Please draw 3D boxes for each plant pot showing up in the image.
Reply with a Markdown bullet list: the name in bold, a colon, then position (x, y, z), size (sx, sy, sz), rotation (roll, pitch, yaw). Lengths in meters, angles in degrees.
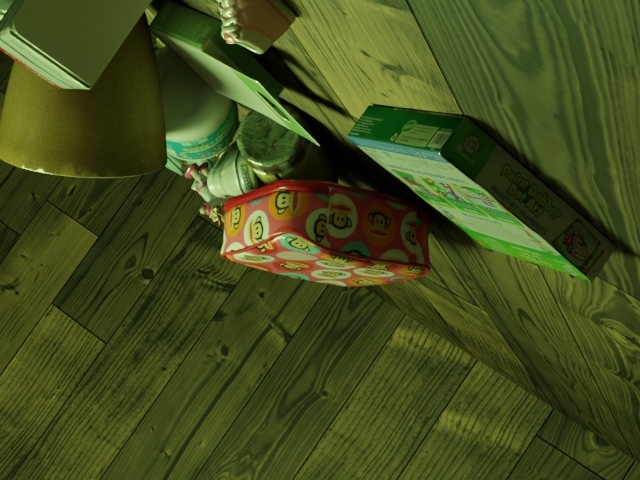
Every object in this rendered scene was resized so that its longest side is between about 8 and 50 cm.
- **plant pot**: position (-0.322, -0.238, 1.721), size (0.237, 0.254, 0.237), rotation (5, -163, -2)

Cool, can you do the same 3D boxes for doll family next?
- **doll family**: position (-0.101, -0.100, 2.203), size (0.263, 0.118, 0.163), rotation (-11, -126, -51)

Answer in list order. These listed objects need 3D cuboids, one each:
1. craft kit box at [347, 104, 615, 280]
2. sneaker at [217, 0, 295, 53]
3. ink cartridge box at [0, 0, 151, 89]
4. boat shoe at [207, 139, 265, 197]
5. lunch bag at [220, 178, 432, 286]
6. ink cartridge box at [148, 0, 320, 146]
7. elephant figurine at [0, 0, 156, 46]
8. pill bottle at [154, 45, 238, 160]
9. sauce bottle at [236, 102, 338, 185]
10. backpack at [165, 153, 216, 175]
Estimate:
- **craft kit box**: position (0.179, -0.059, 1.451), size (0.246, 0.061, 0.250), rotation (40, 173, -23)
- **sneaker**: position (-0.092, -0.251, 1.335), size (0.134, 0.070, 0.051), rotation (40, 175, -32)
- **ink cartridge box**: position (-0.282, -0.288, 1.484), size (0.114, 0.197, 0.273), rotation (35, 175, -19)
- **boat shoe**: position (-0.124, -0.121, 2.058), size (0.267, 0.088, 0.096), rotation (-70, -33, -70)
- **lunch bag**: position (0.000, 0.000, 1.934), size (0.293, 0.120, 0.258), rotation (14, 161, -34)
- **ink cartridge box**: position (-0.104, -0.226, 1.686), size (0.235, 0.056, 0.171), rotation (28, 172, 39)
- **elephant figurine**: position (-0.411, -0.348, 1.958), size (0.239, 0.186, 0.169), rotation (35, 165, 23)
- **pill bottle**: position (-0.203, -0.207, 1.964), size (0.146, 0.146, 0.264), rotation (34, 175, 4)
- **sauce bottle**: position (-0.036, -0.108, 1.983), size (0.111, 0.111, 0.344), rotation (33, 173, 19)
- **backpack**: position (-0.259, -0.206, 2.323), size (0.188, 0.144, 0.166), rotation (24, 163, 48)
